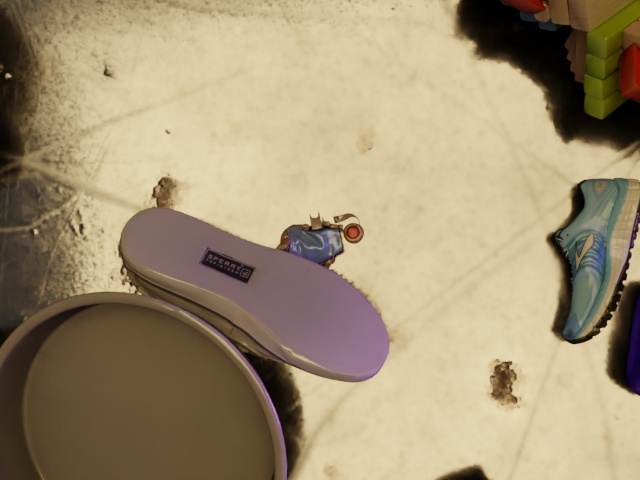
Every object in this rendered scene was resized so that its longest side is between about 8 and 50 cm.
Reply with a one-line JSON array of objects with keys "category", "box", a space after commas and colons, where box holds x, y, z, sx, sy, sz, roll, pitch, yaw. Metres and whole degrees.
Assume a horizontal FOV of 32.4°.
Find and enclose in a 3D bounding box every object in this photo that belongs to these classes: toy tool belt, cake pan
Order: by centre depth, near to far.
[{"category": "cake pan", "box": [-0.165, 0.181, 0.994, 0.293, 0.054, 0.293, 3, 103, 14]}, {"category": "toy tool belt", "box": [0.000, 0.000, 1.032, 0.083, 0.051, 0.052, -13, 87, 2]}]

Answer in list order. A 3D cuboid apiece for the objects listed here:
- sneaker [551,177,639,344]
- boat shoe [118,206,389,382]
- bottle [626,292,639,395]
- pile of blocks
[{"category": "sneaker", "box": [0.249, 0.017, 1.024, 0.073, 0.063, 0.162, 14, 84, 21]}, {"category": "boat shoe", "box": [-0.065, 0.063, 1.013, 0.267, 0.088, 0.096, 22, 58, 6]}, {"category": "bottle", "box": [0.425, 0.109, 0.985, 0.283, 0.092, 0.118, 9, 84, 3]}, {"category": "pile of blocks", "box": [0.204, -0.207, 0.971, 0.112, 0.149, 0.362, -35, 71, -27]}]
